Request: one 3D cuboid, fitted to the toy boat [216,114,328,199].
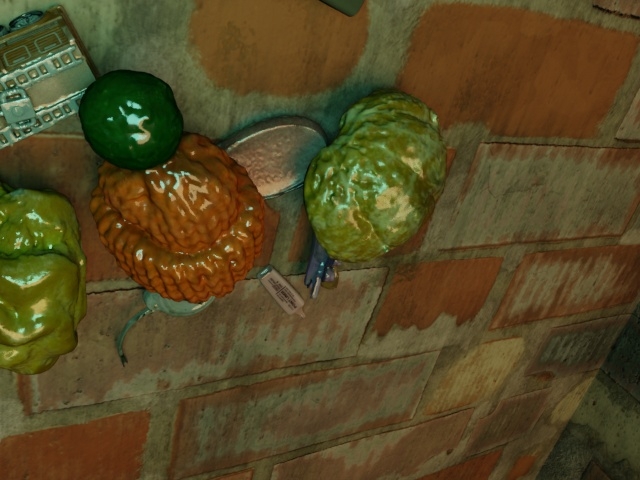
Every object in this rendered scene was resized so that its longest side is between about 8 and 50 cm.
[{"bbox_3d":[-0.095,-0.166,1.190,0.228,0.085,0.155,-21,123,-5],"label":"toy boat"}]

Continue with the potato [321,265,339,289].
[{"bbox_3d":[0.022,0.091,1.467,0.037,0.036,0.093,-20,131,-25],"label":"potato"}]

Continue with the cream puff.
[{"bbox_3d":[-0.508,0.068,0.942,0.270,0.274,0.323,-5,121,-42],"label":"cream puff"}]

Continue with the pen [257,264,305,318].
[{"bbox_3d":[-0.081,0.129,1.430,0.053,0.032,0.197,-40,133,-3],"label":"pen"}]

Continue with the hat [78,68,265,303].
[{"bbox_3d":[-0.212,-0.097,0.951,0.286,0.285,0.400,-18,153,-22],"label":"hat"}]

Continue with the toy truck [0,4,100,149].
[{"bbox_3d":[-0.460,-0.195,0.853,0.306,0.162,0.136,-29,133,-12],"label":"toy truck"}]

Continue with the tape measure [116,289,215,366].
[{"bbox_3d":[-0.310,0.154,1.261,0.164,0.084,0.330,11,113,-34],"label":"tape measure"}]

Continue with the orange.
[{"bbox_3d":[0.126,-0.123,1.186,0.271,0.211,0.368,44,72,-45],"label":"orange"}]

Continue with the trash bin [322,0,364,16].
[{"bbox_3d":[-0.018,-0.481,0.973,0.241,0.122,0.164,17,111,-43],"label":"trash bin"}]

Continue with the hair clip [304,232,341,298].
[{"bbox_3d":[0.014,-0.004,1.336,0.091,0.137,0.278,-5,117,-15],"label":"hair clip"}]
